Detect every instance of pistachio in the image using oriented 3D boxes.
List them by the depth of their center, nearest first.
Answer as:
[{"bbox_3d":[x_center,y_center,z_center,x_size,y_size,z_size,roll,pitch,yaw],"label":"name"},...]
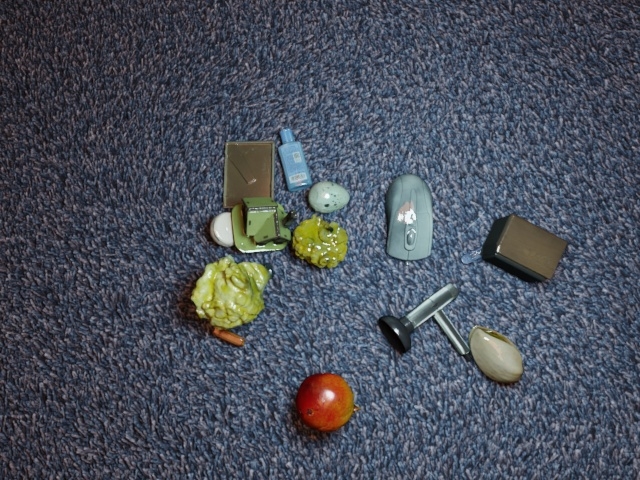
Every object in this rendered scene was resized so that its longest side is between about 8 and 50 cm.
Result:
[{"bbox_3d":[0.638,0.413,1.676,0.153,0.138,0.237,-34,85,7],"label":"pistachio"}]

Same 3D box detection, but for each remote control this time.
[{"bbox_3d":[0.618,0.049,1.802,0.153,0.027,0.043,-26,74,-5],"label":"remote control"}]

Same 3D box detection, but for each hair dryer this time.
[{"bbox_3d":[0.422,0.342,1.694,0.321,0.155,0.284,-25,69,-11],"label":"hair dryer"}]

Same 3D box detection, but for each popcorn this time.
[{"bbox_3d":[-0.338,0.185,1.698,0.237,0.293,0.292,-14,79,18],"label":"popcorn"},{"bbox_3d":[0.002,0.001,1.751,0.218,0.169,0.189,29,79,-9],"label":"popcorn"}]

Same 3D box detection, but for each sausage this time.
[{"bbox_3d":[-0.351,0.370,1.766,0.131,0.039,0.041,24,74,5],"label":"sausage"}]

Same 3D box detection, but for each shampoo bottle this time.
[{"bbox_3d":[-0.113,-0.334,1.878,0.104,0.061,0.258,-15,80,0],"label":"shampoo bottle"}]

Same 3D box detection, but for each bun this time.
[{"bbox_3d":[-0.379,-0.040,1.819,0.138,0.094,0.138,6,79,-33],"label":"bun"}]

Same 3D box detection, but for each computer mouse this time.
[{"bbox_3d":[0.349,-0.089,1.794,0.189,0.122,0.370,3,83,3],"label":"computer mouse"}]

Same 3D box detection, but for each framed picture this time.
[{"bbox_3d":[-0.294,-0.273,1.896,0.214,0.016,0.288,-1,79,2],"label":"framed picture"}]

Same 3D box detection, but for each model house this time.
[{"bbox_3d":[-0.204,-0.079,1.700,0.219,0.279,0.204,-6,80,-18],"label":"model house"}]

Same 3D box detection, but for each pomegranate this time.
[{"bbox_3d":[0.027,0.574,1.637,0.235,0.210,0.210,12,78,-29],"label":"pomegranate"}]

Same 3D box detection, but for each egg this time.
[{"bbox_3d":[0.033,-0.169,1.808,0.165,0.131,0.131,2,79,-1],"label":"egg"}]

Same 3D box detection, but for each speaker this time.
[{"bbox_3d":[0.755,0.028,1.724,0.231,0.153,0.192,27,83,0],"label":"speaker"}]
